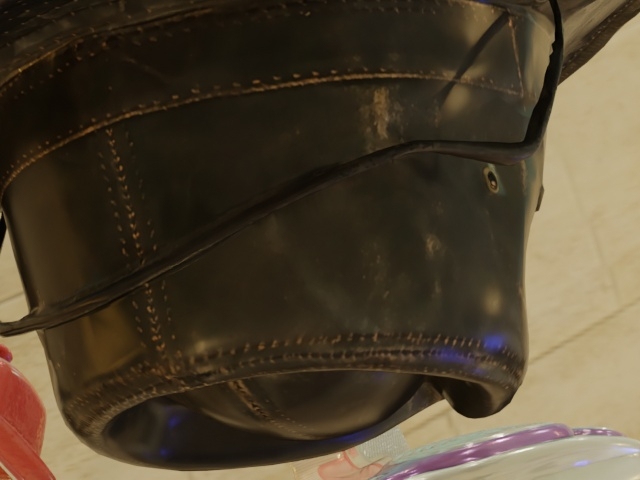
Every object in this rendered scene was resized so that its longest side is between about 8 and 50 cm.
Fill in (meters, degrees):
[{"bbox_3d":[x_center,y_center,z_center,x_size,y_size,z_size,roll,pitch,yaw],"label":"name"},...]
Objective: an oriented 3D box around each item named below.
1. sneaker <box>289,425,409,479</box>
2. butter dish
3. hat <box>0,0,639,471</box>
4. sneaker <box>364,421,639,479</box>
[{"bbox_3d":[0.018,0.160,1.295,0.051,0.070,0.134,68,17,15],"label":"sneaker"},{"bbox_3d":[-0.325,0.148,1.640,0.160,0.160,0.118,62,40,-48],"label":"butter dish"},{"bbox_3d":[0.000,0.000,0.541,0.331,0.331,0.134,-12,80,-33],"label":"hat"},{"bbox_3d":[0.054,0.188,0.901,0.305,0.114,0.152,-19,87,-28],"label":"sneaker"}]
